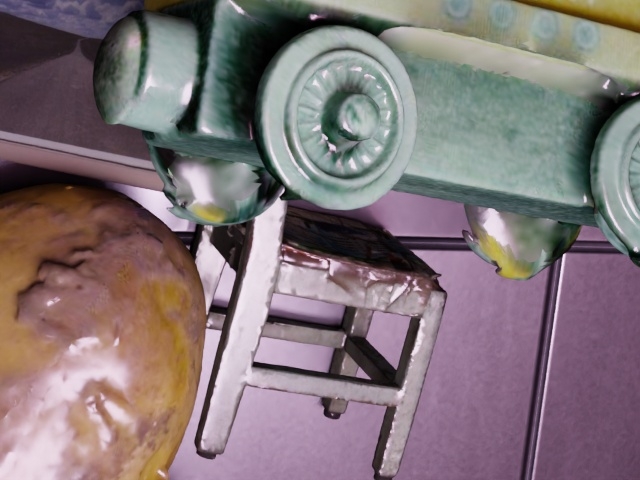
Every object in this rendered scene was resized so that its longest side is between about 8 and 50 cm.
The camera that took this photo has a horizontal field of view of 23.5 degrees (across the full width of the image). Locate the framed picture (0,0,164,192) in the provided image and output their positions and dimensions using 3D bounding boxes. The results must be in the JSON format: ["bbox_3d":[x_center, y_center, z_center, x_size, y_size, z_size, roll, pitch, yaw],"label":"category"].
[{"bbox_3d":[-0.132,-0.163,0.919,0.189,0.023,0.260,12,105,11],"label":"framed picture"}]

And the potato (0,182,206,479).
[{"bbox_3d":[-0.181,0.089,0.923,0.229,0.229,0.266,25,99,-20],"label":"potato"}]

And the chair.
[{"bbox_3d":[0.000,0.000,0.981,0.147,0.136,0.270,10,100,-19],"label":"chair"}]

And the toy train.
[{"bbox_3d":[0.074,-0.117,0.841,0.397,0.160,0.253,9,84,-29],"label":"toy train"}]
